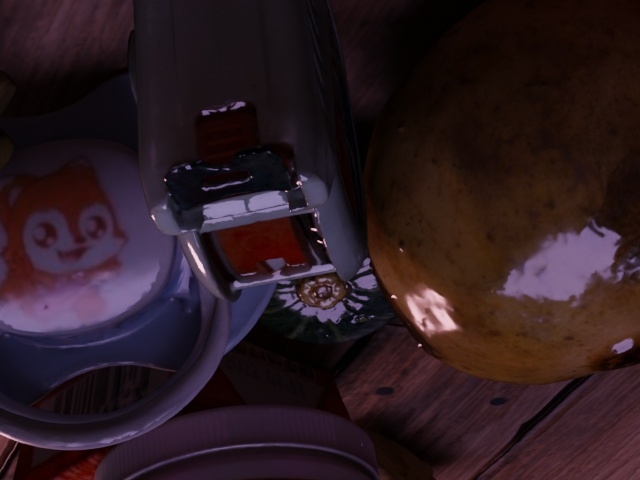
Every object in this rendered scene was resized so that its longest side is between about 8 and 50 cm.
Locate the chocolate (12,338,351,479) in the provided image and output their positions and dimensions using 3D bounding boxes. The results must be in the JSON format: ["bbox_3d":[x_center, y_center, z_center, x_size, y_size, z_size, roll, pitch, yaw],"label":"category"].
[{"bbox_3d":[-0.122,0.179,1.635,0.237,0.108,0.234,-33,140,33],"label":"chocolate"}]

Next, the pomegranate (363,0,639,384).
[{"bbox_3d":[0.161,-0.034,1.203,0.281,0.281,0.281,-6,149,-3],"label":"pomegranate"}]

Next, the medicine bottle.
[{"bbox_3d":[-0.060,0.297,1.511,0.252,0.241,0.252,-6,149,-4],"label":"medicine bottle"}]

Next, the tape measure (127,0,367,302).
[{"bbox_3d":[-0.048,-0.079,1.091,0.125,0.243,0.246,-9,149,5],"label":"tape measure"}]

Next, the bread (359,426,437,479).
[{"bbox_3d":[0.008,0.329,1.827,0.274,0.114,0.184,-41,141,13],"label":"bread"}]

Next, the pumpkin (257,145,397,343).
[{"bbox_3d":[-0.001,0.002,1.351,0.167,0.125,0.167,-8,126,-11],"label":"pumpkin"}]

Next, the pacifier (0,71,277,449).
[{"bbox_3d":[-0.168,0.015,1.281,0.299,0.244,0.233,-12,-179,0],"label":"pacifier"}]

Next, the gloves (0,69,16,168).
[{"bbox_3d":[-0.353,-0.079,1.111,0.331,0.141,0.154,14,168,-18],"label":"gloves"}]
